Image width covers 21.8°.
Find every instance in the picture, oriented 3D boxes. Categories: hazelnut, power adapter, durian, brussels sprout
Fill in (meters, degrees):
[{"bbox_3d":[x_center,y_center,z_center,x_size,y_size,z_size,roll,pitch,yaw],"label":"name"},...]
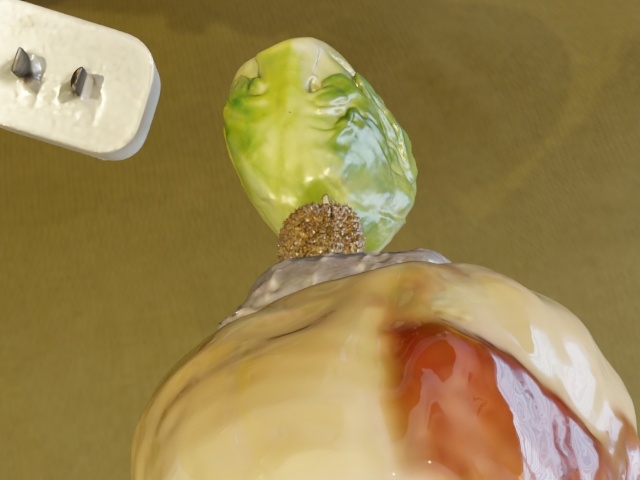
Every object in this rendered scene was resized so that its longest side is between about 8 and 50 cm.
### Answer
[{"bbox_3d":[0.025,0.136,0.823,0.261,0.261,0.241,-14,108,-4],"label":"hazelnut"},{"bbox_3d":[-0.259,-0.157,1.646,0.187,0.255,0.124,16,90,-4],"label":"power adapter"},{"bbox_3d":[0.000,0.000,1.452,0.080,0.091,0.080,-1,153,0],"label":"durian"},{"bbox_3d":[-0.007,-0.079,1.593,0.223,0.223,0.161,39,121,-23],"label":"brussels sprout"}]

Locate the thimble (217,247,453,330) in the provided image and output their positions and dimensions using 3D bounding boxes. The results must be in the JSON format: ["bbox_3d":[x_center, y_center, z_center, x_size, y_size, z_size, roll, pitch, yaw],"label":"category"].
[{"bbox_3d":[0.031,0.124,1.307,0.172,0.205,0.236,-4,132,21],"label":"thimble"}]
